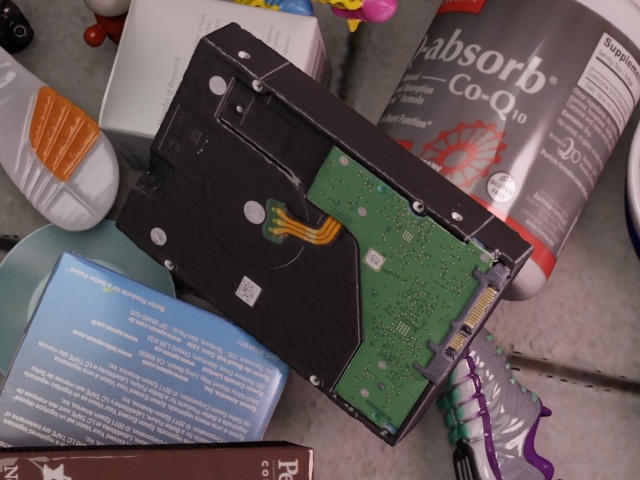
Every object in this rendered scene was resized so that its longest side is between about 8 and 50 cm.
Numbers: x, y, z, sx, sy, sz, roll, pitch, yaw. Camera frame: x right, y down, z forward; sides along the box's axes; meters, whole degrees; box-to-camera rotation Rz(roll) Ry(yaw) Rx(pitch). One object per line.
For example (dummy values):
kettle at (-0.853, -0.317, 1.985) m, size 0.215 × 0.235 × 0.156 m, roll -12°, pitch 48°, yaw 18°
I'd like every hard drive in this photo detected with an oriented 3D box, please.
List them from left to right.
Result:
hard drive at (-0.004, -0.005, 1.534) m, size 0.339 × 0.064 × 0.237 m, roll 38°, pitch 127°, yaw 13°

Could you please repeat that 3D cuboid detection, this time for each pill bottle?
pill bottle at (0.189, -0.144, 1.632) m, size 0.210 × 0.210 × 0.363 m, roll 26°, pitch 80°, yaw 12°

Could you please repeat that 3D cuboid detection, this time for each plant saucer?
plant saucer at (-0.235, 0.074, 1.713) m, size 0.195 × 0.037 × 0.195 m, roll -1°, pitch 75°, yaw 5°

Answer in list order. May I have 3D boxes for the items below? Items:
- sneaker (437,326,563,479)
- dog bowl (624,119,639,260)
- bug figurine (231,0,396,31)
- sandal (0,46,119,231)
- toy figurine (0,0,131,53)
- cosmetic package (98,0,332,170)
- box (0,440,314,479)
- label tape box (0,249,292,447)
sneaker at (0.163, 0.139, 1.643) m, size 0.098 × 0.083 × 0.223 m, roll -9°, pitch 81°, yaw -16°
dog bowl at (0.422, -0.047, 1.635) m, size 0.265 × 0.104 × 0.264 m, roll -2°, pitch 75°, yaw 6°
bug figurine at (0.056, -0.280, 1.688) m, size 0.279 × 0.216 × 0.072 m, roll -39°, pitch 117°, yaw -12°
sandal at (-0.290, -0.115, 1.746) m, size 0.102 × 0.076 × 0.265 m, roll -43°, pitch 73°, yaw -1°
toy figurine at (-0.265, -0.300, 1.753) m, size 0.213 × 0.148 × 0.209 m, roll 2°, pitch 76°, yaw 7°
cosmetic package at (-0.099, -0.142, 1.693) m, size 0.184 × 0.151 × 0.151 m, roll 11°, pitch 78°, yaw 10°
box at (-0.199, 0.271, 1.477) m, size 0.381 × 0.143 × 0.191 m, roll 0°, pitch 85°, yaw -12°
label tape box at (-0.199, 0.208, 1.605) m, size 0.241 × 0.106 × 0.333 m, roll 24°, pitch 82°, yaw -7°
